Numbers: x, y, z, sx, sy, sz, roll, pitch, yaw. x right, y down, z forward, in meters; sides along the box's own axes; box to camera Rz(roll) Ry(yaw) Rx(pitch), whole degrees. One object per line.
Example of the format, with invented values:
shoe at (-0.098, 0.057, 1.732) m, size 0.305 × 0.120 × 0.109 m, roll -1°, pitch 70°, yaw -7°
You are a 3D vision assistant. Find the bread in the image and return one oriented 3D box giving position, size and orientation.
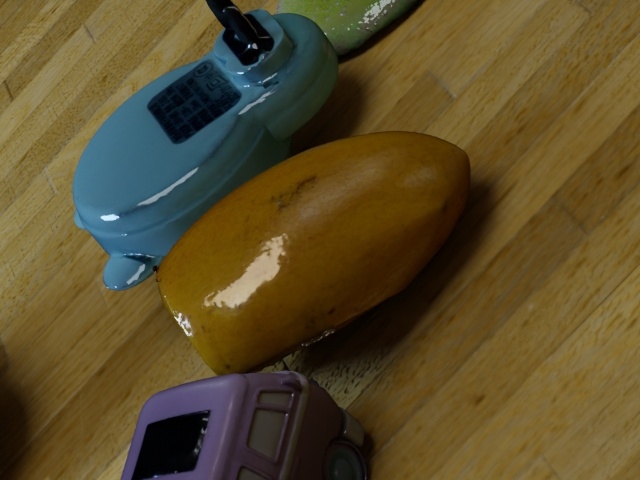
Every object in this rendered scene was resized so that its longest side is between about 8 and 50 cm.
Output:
bread at (0.040, -0.267, 1.703) m, size 0.228 × 0.033 × 0.228 m, roll -33°, pitch 36°, yaw 28°

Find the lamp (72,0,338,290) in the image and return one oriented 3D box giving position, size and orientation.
lamp at (-0.102, -0.088, 1.598) m, size 0.284 × 0.147 × 0.209 m, roll -55°, pitch 34°, yaw 11°

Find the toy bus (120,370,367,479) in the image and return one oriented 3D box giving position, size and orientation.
toy bus at (-0.064, 0.191, 1.293) m, size 0.142 × 0.142 × 0.202 m, roll -18°, pitch 45°, yaw 41°

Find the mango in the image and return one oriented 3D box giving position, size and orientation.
mango at (0.000, 0.000, 1.403) m, size 0.257 × 0.138 × 0.187 m, roll -37°, pitch 11°, yaw -4°
